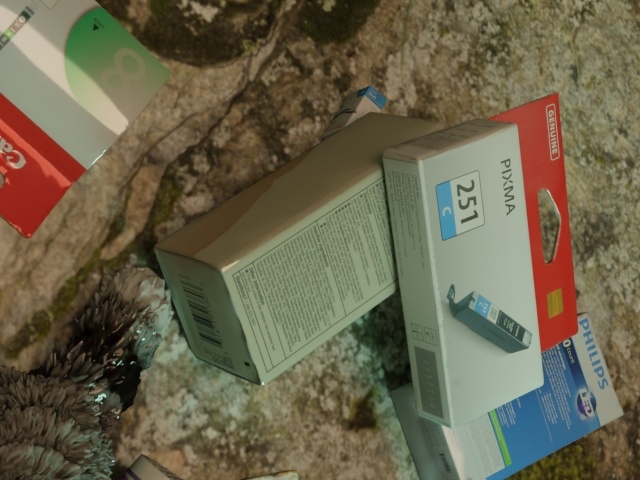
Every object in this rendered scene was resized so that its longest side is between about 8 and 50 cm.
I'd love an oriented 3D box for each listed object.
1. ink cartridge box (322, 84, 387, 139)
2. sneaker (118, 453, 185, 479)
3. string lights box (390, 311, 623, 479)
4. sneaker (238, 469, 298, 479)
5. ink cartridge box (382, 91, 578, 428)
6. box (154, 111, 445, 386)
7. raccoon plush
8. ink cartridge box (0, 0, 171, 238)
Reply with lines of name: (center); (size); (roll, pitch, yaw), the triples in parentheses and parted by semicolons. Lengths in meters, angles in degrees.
ink cartridge box: (0.034, -0.130, 1.603); (0.028, 0.048, 0.083); (40, 63, -19)
sneaker: (-0.120, 0.340, 1.400); (0.282, 0.102, 0.161); (39, 81, -26)
string lights box: (0.218, 0.186, 1.642); (0.259, 0.077, 0.133); (-20, 91, -34)
sneaker: (-0.056, 0.260, 1.479); (0.083, 0.032, 0.037); (-3, 82, -33)
ink cartridge box: (0.197, 0.015, 1.522); (0.261, 0.066, 0.296); (-21, 112, -33)
box: (0.000, 0.000, 1.481); (0.311, 0.121, 0.148); (-32, 120, -30)
raccoon plush: (-0.234, 0.167, 1.223); (0.216, 0.299, 0.446); (33, 64, -23)
ink cartridge box: (-0.278, -0.144, 1.405); (0.181, 0.056, 0.225); (43, 59, -18)
